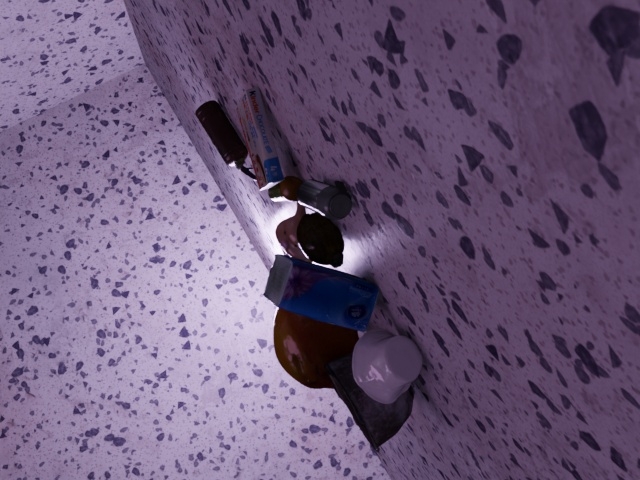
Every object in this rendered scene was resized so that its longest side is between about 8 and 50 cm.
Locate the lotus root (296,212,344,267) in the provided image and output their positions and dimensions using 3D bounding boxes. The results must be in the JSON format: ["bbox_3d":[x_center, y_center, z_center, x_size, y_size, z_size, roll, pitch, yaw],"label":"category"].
[{"bbox_3d":[0.000,0.000,1.754,0.209,0.120,0.120,52,166,40],"label":"lotus root"}]

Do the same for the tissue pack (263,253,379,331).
[{"bbox_3d":[-0.002,0.144,1.745,0.263,0.146,0.198,17,-179,-18],"label":"tissue pack"}]

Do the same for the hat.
[{"bbox_3d":[0.190,0.320,1.665,0.203,0.203,0.126,59,150,8],"label":"hat"}]

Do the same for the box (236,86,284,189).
[{"bbox_3d":[-0.183,-0.293,1.876,0.265,0.048,0.273,175,80,-77],"label":"box"}]

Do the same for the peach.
[{"bbox_3d":[-0.016,0.327,2.138,0.372,0.290,0.373,172,90,-85],"label":"peach"}]

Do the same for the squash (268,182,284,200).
[{"bbox_3d":[-0.124,-0.158,2.043,0.066,0.066,0.229,62,169,-9],"label":"squash"}]

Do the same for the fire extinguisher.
[{"bbox_3d":[-0.346,-0.373,2.424,0.344,0.102,0.138,57,-159,10],"label":"fire extinguisher"}]

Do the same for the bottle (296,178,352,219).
[{"bbox_3d":[0.010,-0.110,1.568,0.253,0.079,0.096,-147,67,-69],"label":"bottle"}]

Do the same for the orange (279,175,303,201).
[{"bbox_3d":[-0.085,-0.153,1.854,0.085,0.085,0.085,56,168,19],"label":"orange"}]

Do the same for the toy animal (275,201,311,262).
[{"bbox_3d":[-0.063,0.005,2.000,0.165,0.149,0.248,42,158,8],"label":"toy animal"}]

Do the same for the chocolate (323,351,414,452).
[{"bbox_3d":[0.171,0.450,1.892,0.303,0.213,0.303,56,169,16],"label":"chocolate"}]
